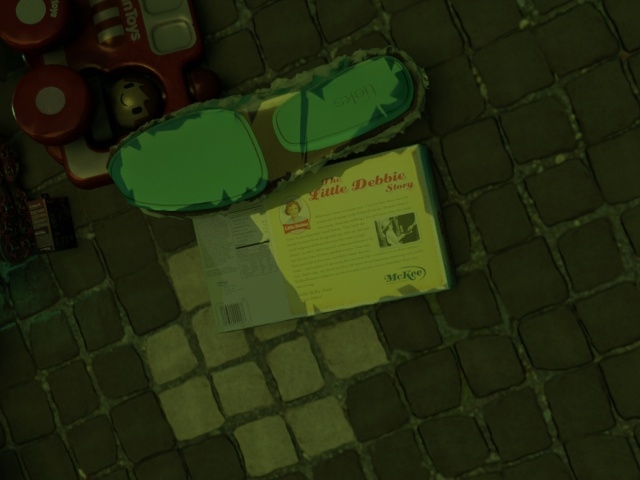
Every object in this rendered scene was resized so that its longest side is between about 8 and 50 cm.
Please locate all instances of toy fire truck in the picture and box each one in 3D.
[{"bbox_3d":[-0.269,-0.231,1.366,0.254,0.169,0.302,-16,80,-1],"label":"toy fire truck"}]

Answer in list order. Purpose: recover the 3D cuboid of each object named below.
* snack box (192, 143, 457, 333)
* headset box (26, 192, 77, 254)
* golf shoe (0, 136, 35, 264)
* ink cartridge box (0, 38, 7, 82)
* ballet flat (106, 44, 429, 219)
[{"bbox_3d":[0.000,0.000,1.354,0.322,0.060,0.187,-12,90,17],"label":"snack box"},{"bbox_3d":[-0.377,-0.026,1.465,0.032,0.062,0.083,-12,91,17],"label":"headset box"},{"bbox_3d":[-0.459,-0.053,1.495,0.086,0.067,0.186,-16,88,42],"label":"golf shoe"},{"bbox_3d":[-0.552,-0.303,1.349,0.273,0.114,0.197,0,96,-3],"label":"ink cartridge box"},{"bbox_3d":[-0.058,-0.125,1.310,0.409,0.147,0.147,-17,89,7],"label":"ballet flat"}]
